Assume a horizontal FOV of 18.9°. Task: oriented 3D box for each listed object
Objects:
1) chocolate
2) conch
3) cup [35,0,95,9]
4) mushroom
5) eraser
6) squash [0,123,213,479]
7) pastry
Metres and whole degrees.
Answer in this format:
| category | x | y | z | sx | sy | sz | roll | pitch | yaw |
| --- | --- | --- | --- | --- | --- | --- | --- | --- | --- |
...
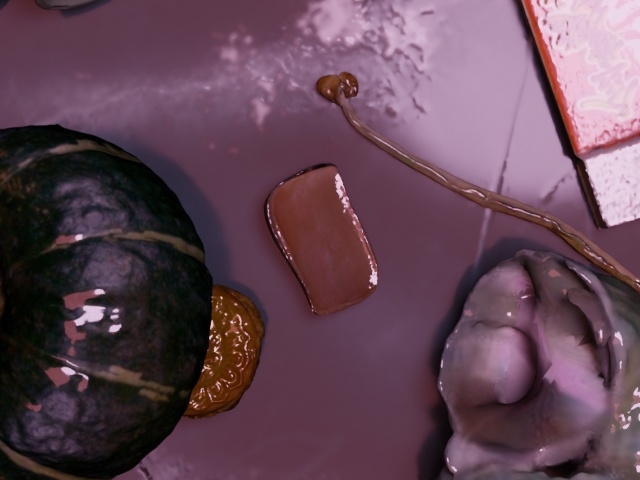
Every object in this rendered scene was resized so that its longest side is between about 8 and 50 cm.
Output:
| category | x | y | z | sx | sy | sz | roll | pitch | yaw |
| --- | --- | --- | --- | --- | --- | --- | --- | --- | --- |
| chocolate | 0.000 | 0.000 | 1.345 | 0.064 | 0.031 | 0.100 | -29 | 97 | -16 |
| conch | 0.161 | 0.157 | 1.291 | 0.220 | 0.195 | 0.277 | 28 | 117 | 18 |
| cup | -0.176 | -0.240 | 1.298 | 0.120 | 0.120 | 0.141 | -27 | 79 | 2 |
| mushroom | 0.118 | -0.033 | 1.349 | 0.286 | 0.028 | 0.026 | 35 | 51 | -3 |
| eraser | 0.231 | -0.138 | 1.332 | 0.157 | 0.038 | 0.230 | -19 | 92 | 1 |
| squash | -0.191 | 0.048 | 1.256 | 0.252 | 0.165 | 0.252 | -8 | 74 | 29 |
| pastry | -0.090 | 0.076 | 1.336 | 0.109 | 0.057 | 0.097 | -20 | 91 | 0 |
